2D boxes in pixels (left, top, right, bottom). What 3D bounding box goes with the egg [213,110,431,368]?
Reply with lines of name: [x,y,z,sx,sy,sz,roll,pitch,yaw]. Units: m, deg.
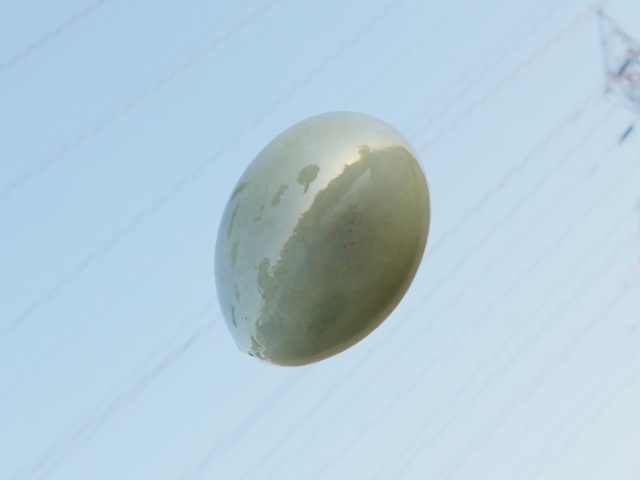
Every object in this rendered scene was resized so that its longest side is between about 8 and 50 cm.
egg: [0.000,0.000,0.902,0.152,0.114,0.114,-60,-23,-2]
